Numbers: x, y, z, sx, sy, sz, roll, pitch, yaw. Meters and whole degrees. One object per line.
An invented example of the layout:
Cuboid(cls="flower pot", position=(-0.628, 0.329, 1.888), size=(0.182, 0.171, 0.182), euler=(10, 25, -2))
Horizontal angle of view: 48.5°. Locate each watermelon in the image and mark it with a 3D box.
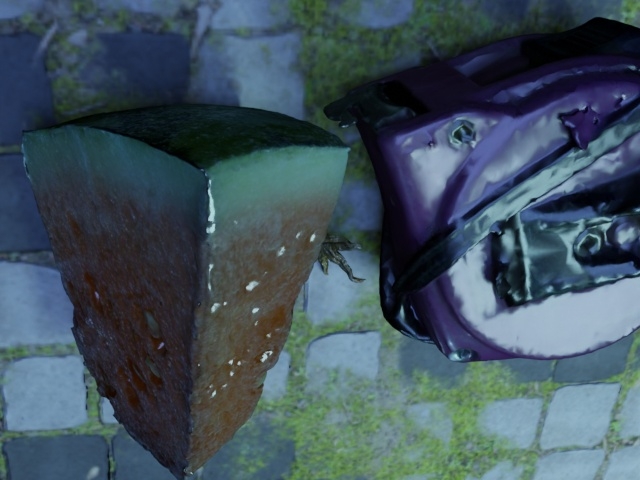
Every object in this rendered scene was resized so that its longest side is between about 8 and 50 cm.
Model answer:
Cuboid(cls="watermelon", position=(-0.097, 0.034, 0.488), size=(0.140, 0.193, 0.256), euler=(-15, 119, -41))

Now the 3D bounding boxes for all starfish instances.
Cuboid(cls="starfish", position=(0.000, 0.000, 0.547), size=(0.092, 0.086, 0.016), euler=(42, 62, 5))

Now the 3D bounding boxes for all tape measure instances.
Cuboid(cls="tape measure", position=(0.147, -0.025, 0.507), size=(0.245, 0.149, 0.231), euler=(-22, 118, -1))
